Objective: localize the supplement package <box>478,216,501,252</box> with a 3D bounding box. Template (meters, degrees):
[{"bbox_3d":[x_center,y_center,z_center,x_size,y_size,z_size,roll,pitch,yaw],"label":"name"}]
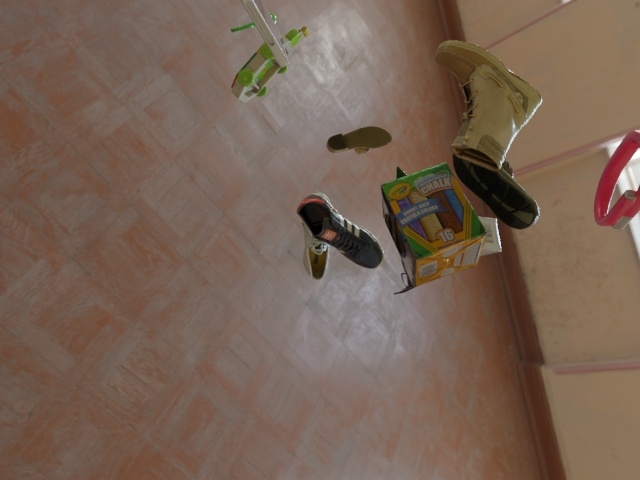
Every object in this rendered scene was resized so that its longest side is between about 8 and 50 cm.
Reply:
[{"bbox_3d":[0.450,0.000,1.461,0.105,0.179,0.105,3,76,-33],"label":"supplement package"}]

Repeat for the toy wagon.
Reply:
[{"bbox_3d":[-0.179,-0.639,1.683,0.068,0.344,0.267,43,9,-4],"label":"toy wagon"}]

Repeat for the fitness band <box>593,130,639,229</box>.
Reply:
[{"bbox_3d":[0.794,-0.154,1.233,0.291,0.054,0.209,74,28,-63],"label":"fitness band"}]

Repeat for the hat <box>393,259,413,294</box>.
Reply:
[{"bbox_3d":[0.379,0.086,1.748,0.331,0.331,0.134,-19,76,-49],"label":"hat"}]

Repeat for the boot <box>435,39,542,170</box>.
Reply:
[{"bbox_3d":[0.333,-0.296,1.039,0.262,0.095,0.203,33,85,-7],"label":"boot"}]

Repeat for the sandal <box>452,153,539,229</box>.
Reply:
[{"bbox_3d":[0.456,-0.160,1.229,0.086,0.120,0.303,-23,74,-39],"label":"sandal"}]

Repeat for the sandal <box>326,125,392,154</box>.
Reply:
[{"bbox_3d":[0.130,-0.343,1.674,0.240,0.079,0.088,-12,74,-16],"label":"sandal"}]

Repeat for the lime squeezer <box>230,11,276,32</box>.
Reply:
[{"bbox_3d":[-0.229,-0.824,1.763,0.310,0.109,0.059,-65,162,-56],"label":"lime squeezer"}]

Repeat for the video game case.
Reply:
[{"bbox_3d":[-0.127,-0.458,0.923,0.183,0.023,0.201,53,15,-41],"label":"video game case"}]

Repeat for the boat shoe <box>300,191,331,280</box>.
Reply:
[{"bbox_3d":[-0.009,0.002,1.847,0.135,0.367,0.156,-1,30,-15],"label":"boat shoe"}]

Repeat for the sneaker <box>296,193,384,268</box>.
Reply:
[{"bbox_3d":[0.057,-0.017,1.582,0.350,0.131,0.148,38,22,7],"label":"sneaker"}]

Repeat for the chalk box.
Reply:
[{"bbox_3d":[0.266,-0.063,1.193,0.180,0.179,0.289,71,0,-61],"label":"chalk box"}]
